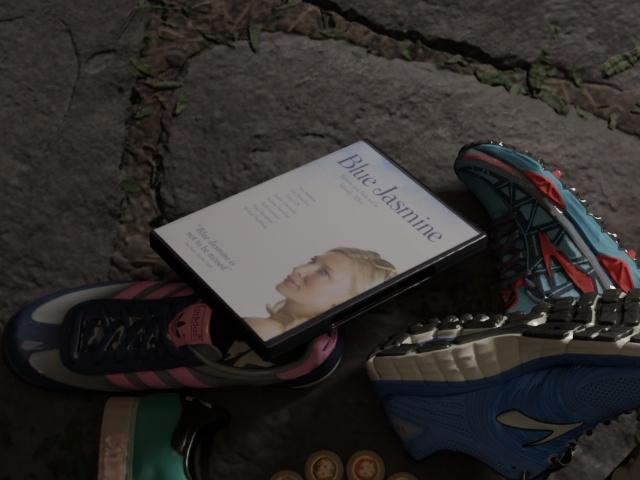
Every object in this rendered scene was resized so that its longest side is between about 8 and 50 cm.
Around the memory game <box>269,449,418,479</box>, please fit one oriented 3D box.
[{"bbox_3d":[0.021,0.280,1.162,0.186,0.012,0.186,0,75,0],"label":"memory game"}]

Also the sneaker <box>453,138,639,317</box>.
[{"bbox_3d":[0.206,0.019,1.189,0.125,0.104,0.262,-42,79,-9],"label":"sneaker"}]

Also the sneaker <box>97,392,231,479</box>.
[{"bbox_3d":[-0.129,0.280,1.112,0.121,0.108,0.302,-3,73,3],"label":"sneaker"}]

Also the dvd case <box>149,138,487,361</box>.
[{"bbox_3d":[0.000,0.000,1.152,0.253,0.022,0.180,-25,48,-30],"label":"dvd case"}]

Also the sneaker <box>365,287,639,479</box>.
[{"bbox_3d":[0.207,0.134,1.114,0.330,0.130,0.147,-10,102,30],"label":"sneaker"}]

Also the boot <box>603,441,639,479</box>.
[{"bbox_3d":[0.372,0.269,1.103,0.348,0.131,0.260,-46,72,-1],"label":"boot"}]

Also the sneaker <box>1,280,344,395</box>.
[{"bbox_3d":[-0.137,0.079,1.155,0.319,0.131,0.112,-3,76,-1],"label":"sneaker"}]
